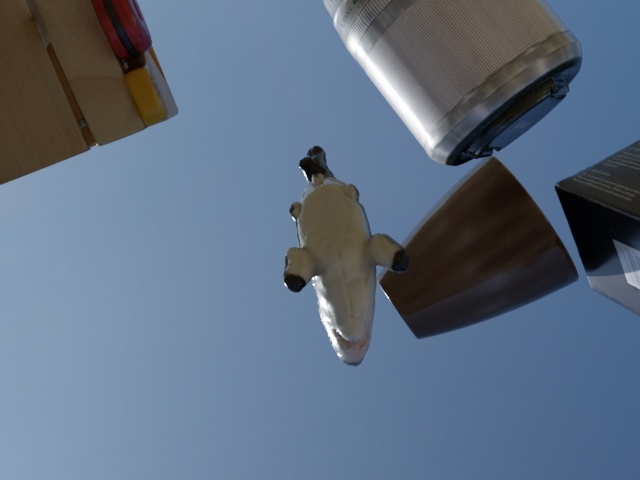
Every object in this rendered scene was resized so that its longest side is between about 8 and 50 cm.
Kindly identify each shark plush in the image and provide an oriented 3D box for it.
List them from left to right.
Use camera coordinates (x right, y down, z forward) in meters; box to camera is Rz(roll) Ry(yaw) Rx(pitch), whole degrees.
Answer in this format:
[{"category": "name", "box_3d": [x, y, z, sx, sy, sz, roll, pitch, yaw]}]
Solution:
[{"category": "shark plush", "box_3d": [0.000, 0.000, 0.610, 0.073, 0.067, 0.161, -20, -131, -8]}]

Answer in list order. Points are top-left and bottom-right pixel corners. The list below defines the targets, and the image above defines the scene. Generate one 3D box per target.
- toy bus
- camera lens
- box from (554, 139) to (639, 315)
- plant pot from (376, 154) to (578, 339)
[{"category": "toy bus", "box_3d": [-0.127, -0.112, 0.340, 0.191, 0.202, 0.104, 24, -173, -8]}, {"category": "camera lens", "box_3d": [0.161, -0.245, 1.155, 0.219, 0.219, 0.274, -32, -100, -19]}, {"category": "box", "box_3d": [0.525, -0.031, 1.166, 0.313, 0.179, 0.343, -29, -159, -7]}, {"category": "plant pot", "box_3d": [0.202, 0.032, 1.339, 0.230, 0.215, 0.215, -35, -135, 4]}]
